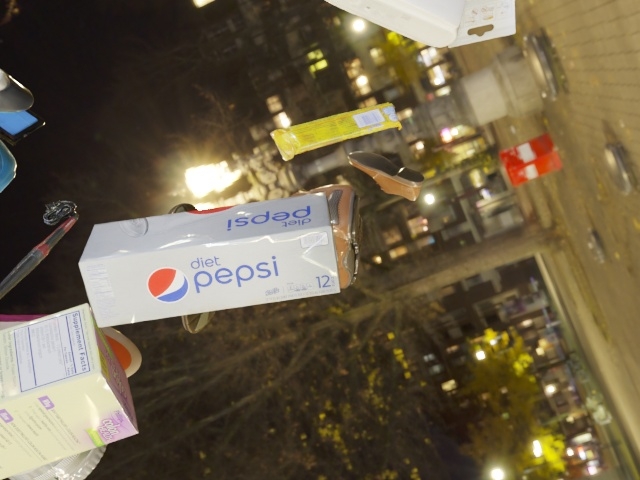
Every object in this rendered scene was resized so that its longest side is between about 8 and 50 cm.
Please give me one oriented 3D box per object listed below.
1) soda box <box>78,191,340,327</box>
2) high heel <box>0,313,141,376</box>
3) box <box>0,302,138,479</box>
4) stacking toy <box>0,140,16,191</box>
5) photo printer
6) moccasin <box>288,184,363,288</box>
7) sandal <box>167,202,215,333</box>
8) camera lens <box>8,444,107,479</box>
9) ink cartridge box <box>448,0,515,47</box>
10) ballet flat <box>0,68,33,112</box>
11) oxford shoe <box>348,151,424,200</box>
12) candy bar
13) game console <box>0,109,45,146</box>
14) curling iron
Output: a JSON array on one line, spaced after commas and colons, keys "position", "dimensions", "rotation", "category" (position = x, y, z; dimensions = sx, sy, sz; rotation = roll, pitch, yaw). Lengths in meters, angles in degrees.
[{"position": [-0.124, 0.020, 0.898], "dimensions": [0.098, 0.286, 0.091], "rotation": [-96, -2, -62], "category": "soda box"}, {"position": [-0.510, 0.183, 1.329], "dimensions": [0.377, 0.181, 0.127], "rotation": [19, -108, -36], "category": "high heel"}, {"position": [-0.412, 0.224, 1.096], "dimensions": [0.213, 0.243, 0.117], "rotation": [85, 165, -54], "category": "box"}, {"position": [-0.926, -0.167, 1.898], "dimensions": [0.165, 0.302, 0.175], "rotation": [60, -147, -32], "category": "stacking toy"}, {"position": [0.154, -0.521, 1.331], "dimensions": [0.107, 0.256, 0.307], "rotation": [151, 137, -70], "category": "photo printer"}, {"position": [0.000, 0.003, 1.395], "dimensions": [0.380, 0.147, 0.139], "rotation": [66, -150, -77], "category": "moccasin"}, {"position": [-0.220, 0.044, 1.254], "dimensions": [0.090, 0.060, 0.219], "rotation": [-34, -60, -44], "category": "sandal"}, {"position": [-0.582, 0.352, 1.526], "dimensions": [0.219, 0.219, 0.274], "rotation": [-97, -19, -49], "category": "camera lens"}, {"position": [0.311, -0.462, 1.448], "dimensions": [0.045, 0.145, 0.179], "rotation": [-1, -91, -50], "category": "ink cartridge box"}, {"position": [-0.508, -0.232, 1.078], "dimensions": [0.203, 0.074, 0.074], "rotation": [11, -136, -23], "category": "ballet flat"}, {"position": [0.154, -0.158, 1.901], "dimensions": [0.076, 0.212, 0.076], "rotation": [-34, -36, -41], "category": "oxford shoe"}, {"position": [0.023, -0.129, 0.888], "dimensions": [0.040, 0.162, 0.018], "rotation": [64, 157, 20], "category": "candy bar"}, {"position": [-0.563, -0.225, 1.324], "dimensions": [0.122, 0.071, 0.107], "rotation": [33, 175, 15], "category": "game console"}, {"position": [-0.585, 0.022, 1.560], "dimensions": [0.035, 0.068, 0.274], "rotation": [98, -166, -54], "category": "curling iron"}]
